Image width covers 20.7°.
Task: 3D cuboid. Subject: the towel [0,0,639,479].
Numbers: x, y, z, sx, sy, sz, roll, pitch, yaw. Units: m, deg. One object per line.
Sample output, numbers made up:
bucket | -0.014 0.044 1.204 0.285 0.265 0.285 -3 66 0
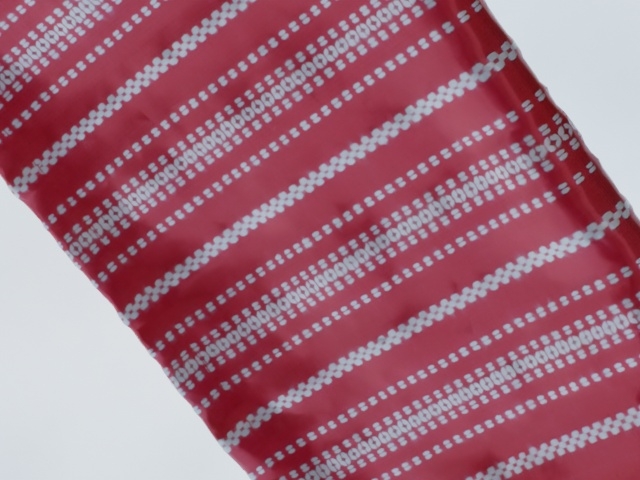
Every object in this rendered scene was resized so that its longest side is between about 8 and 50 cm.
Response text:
towel | 0.000 0.000 0.577 0.199 0.275 0.031 -30 -167 38
